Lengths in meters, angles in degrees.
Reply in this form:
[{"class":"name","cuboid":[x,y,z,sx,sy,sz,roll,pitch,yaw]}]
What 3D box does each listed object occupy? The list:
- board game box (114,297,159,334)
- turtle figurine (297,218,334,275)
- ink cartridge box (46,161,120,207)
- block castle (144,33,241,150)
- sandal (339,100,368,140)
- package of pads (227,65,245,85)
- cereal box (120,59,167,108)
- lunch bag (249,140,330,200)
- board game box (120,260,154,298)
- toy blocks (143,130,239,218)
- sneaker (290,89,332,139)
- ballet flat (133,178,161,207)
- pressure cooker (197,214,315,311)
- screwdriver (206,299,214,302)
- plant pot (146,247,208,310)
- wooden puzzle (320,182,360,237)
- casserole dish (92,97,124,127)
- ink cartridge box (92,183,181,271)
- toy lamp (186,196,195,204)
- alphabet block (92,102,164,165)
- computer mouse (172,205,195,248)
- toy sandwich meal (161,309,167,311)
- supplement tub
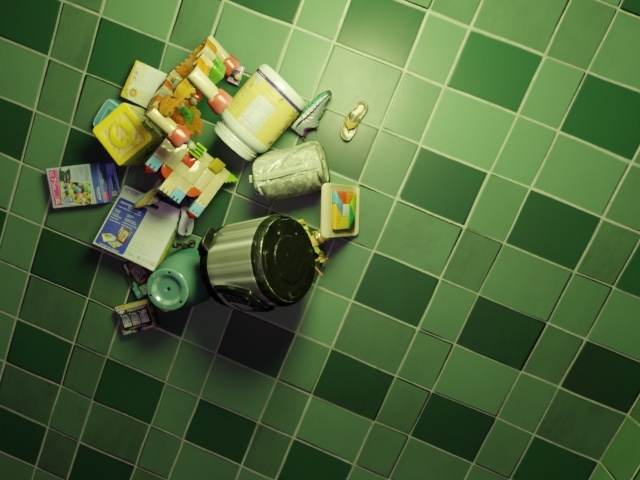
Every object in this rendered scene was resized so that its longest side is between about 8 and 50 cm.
[{"class":"board game box","cuboid":[-0.875,0.361,1.997,0.170,0.048,0.141,-15,95,8]},{"class":"turtle figurine","cuboid":[0.000,0.000,1.837,0.217,0.087,0.270,-32,86,2]},{"class":"ink cartridge box","cuboid":[-1.087,-0.254,1.923,0.311,0.065,0.186,-5,98,5]},{"class":"block castle","cuboid":[-0.464,-0.561,1.609,0.303,0.453,0.213,-31,127,20]},{"class":"sandal","cuboid":[0.139,-0.508,1.766,0.072,0.049,0.180,33,100,0]},{"class":"package of pads","cuboid":[-0.362,-0.713,1.795,0.050,0.032,0.083,24,100,4]},{"class":"cereal box","cuboid":[-0.722,-0.651,1.822,0.240,0.047,0.173,26,91,1]},{"class":"lunch bag","cuboid":[-0.122,-0.283,1.721,0.305,0.256,0.213,-11,97,8]},{"class":"board game box","cuboid":[-0.847,0.169,1.976,0.126,0.026,0.186,-23,96,9]},{"class":"toy blocks","cuboid":[-0.574,-0.270,1.742,0.381,0.190,0.261,41,75,-28]},{"class":"sneaker","cuboid":[-0.023,-0.533,1.778,0.223,0.083,0.098,-40,116,12]},{"class":"ballet flat","cuboid":[-0.728,-0.214,1.865,0.073,0.080,0.232,43,85,-16]},{"class":"pressure cooker","cuboid":[-0.276,0.098,1.718,0.420,0.375,0.370,-7,97,34]},{"class":"screwdriver","cuboid":[-0.459,0.264,1.960,0.169,0.025,0.024,-21,96,17]},{"class":"plant pot","cuboid":[-0.619,0.182,1.840,0.271,0.255,0.272,1,98,6]},{"class":"wooden puzzle","cuboid":[0.092,-0.123,1.744,0.044,0.238,0.221,6,96,39]},{"class":"casserole dish","cuboid":[-0.949,-0.550,1.876,0.114,0.037,0.188,37,99,-1]},{"class":"ink cartridge box","cuboid":[-0.817,-0.056,1.905,0.303,0.072,0.307,24,79,2]},{"class":"toy lamp","cuboid":[-0.597,-0.268,1.862,0.080,0.080,0.275,-26,95,9]},{"class":"alphabet block","cuboid":[-0.799,-0.446,1.794,0.193,0.197,0.192,-38,93,10]},{"class":"computer mouse","cuboid":[-0.610,-0.058,1.891,0.106,0.042,0.193,1,98,-37]},{"class":"toy sandwich meal","cuboid":[-0.729,0.296,1.981,0.085,0.029,0.086,1,98,6]},{"class":"supplement tub","cuboid":[-0.250,-0.513,1.708,0.241,0.241,0.331,44,100,-2]}]
